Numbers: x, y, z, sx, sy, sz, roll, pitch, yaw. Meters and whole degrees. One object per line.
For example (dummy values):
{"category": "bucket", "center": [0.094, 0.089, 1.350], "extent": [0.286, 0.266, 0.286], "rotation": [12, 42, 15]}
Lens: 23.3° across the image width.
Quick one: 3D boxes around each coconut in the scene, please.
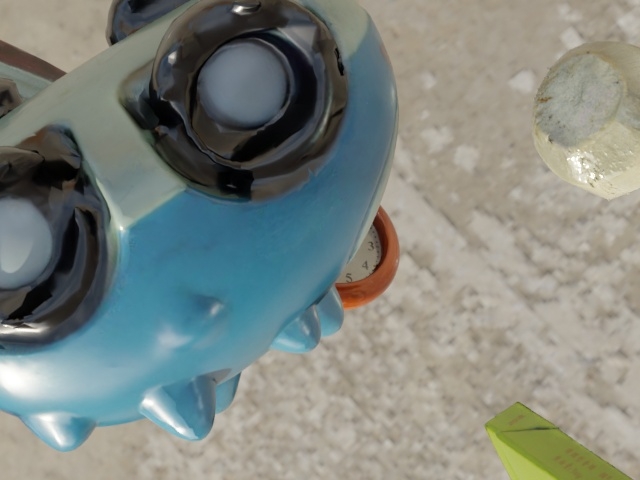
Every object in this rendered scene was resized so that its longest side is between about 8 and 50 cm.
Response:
{"category": "coconut", "center": [0.308, -0.124, 1.613], "extent": [0.161, 0.162, 0.161], "rotation": [-16, 66, 39]}

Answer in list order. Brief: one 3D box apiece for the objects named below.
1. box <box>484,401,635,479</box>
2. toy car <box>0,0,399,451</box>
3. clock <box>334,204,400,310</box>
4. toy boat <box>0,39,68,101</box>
{"category": "box", "center": [0.256, 0.266, 1.301], "extent": [0.187, 0.047, 0.335], "rotation": [62, 169, -18]}
{"category": "toy car", "center": [-0.070, -0.010, 0.714], "extent": [0.190, 0.255, 0.188], "rotation": [56, 176, -22]}
{"category": "clock", "center": [0.000, 0.000, 1.911], "extent": [0.205, 0.205, 0.051], "rotation": [41, 139, 12]}
{"category": "toy boat", "center": [-0.088, -0.042, 0.853], "extent": [0.229, 0.046, 0.080], "rotation": [26, 177, -8]}
